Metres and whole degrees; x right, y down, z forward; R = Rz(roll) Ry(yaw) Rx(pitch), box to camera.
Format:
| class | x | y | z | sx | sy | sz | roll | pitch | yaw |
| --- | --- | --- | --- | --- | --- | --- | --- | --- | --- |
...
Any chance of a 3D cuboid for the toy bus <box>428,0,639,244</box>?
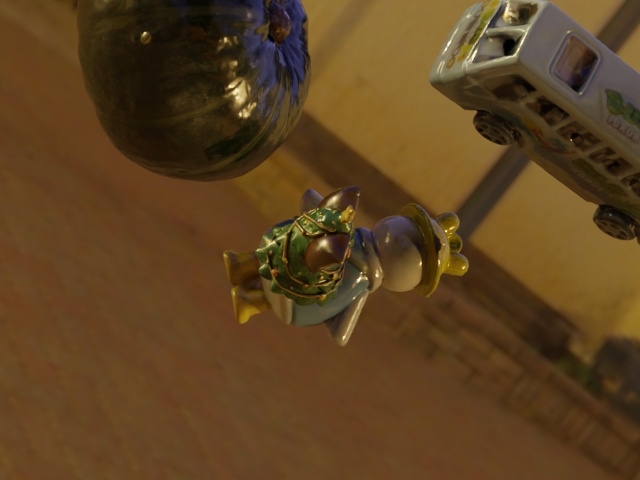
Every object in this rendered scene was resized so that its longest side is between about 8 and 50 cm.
| class | x | y | z | sx | sy | sz | roll | pitch | yaw |
| --- | --- | --- | --- | --- | --- | --- | --- | --- | --- |
| toy bus | 0.264 | -0.099 | 1.688 | 0.330 | 0.109 | 0.136 | 36 | -18 | -18 |

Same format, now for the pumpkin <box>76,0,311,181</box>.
| class | x | y | z | sx | sy | sz | roll | pitch | yaw |
| --- | --- | --- | --- | --- | --- | --- | --- | --- | --- |
| pumpkin | -0.128 | -0.206 | 1.794 | 0.207 | 0.300 | 0.300 | -3 | -13 | 21 |

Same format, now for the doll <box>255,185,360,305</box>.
| class | x | y | z | sx | sy | sz | roll | pitch | yaw |
| --- | --- | --- | --- | --- | --- | --- | --- | --- | --- |
| doll | -0.011 | -0.002 | 1.483 | 0.077 | 0.078 | 0.113 | 15 | -33 | -1 |

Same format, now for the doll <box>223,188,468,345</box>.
| class | x | y | z | sx | sy | sz | roll | pitch | yaw |
| --- | --- | --- | --- | --- | --- | --- | --- | --- | --- |
| doll | 0.029 | 0.022 | 1.768 | 0.099 | 0.241 | 0.135 | 98 | -23 | -49 |
